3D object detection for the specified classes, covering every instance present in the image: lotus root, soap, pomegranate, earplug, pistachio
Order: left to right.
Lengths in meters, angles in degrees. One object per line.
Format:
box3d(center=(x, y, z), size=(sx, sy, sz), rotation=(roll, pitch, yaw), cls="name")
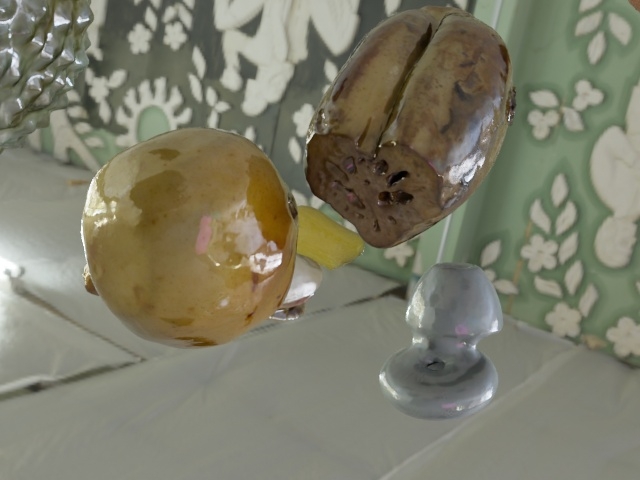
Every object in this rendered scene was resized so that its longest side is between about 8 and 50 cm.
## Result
box3d(center=(-0.123, -0.002, 0.785), size=(0.233, 0.233, 0.233), rotation=(11, -167, -3), cls="pomegranate")
box3d(center=(-0.101, 0.056, 1.162), size=(0.215, 0.144, 0.144), rotation=(12, -168, -27), cls="pistachio")
box3d(center=(0.000, 0.000, 1.377), size=(0.168, 0.089, 0.033), rotation=(32, 178, 26), cls="soap")
box3d(center=(0.102, -0.136, 0.801), size=(0.193, 0.193, 0.291), rotation=(15, -133, 14), cls="lotus root")
box3d(center=(0.229, 0.187, 1.466), size=(0.214, 0.326, 0.175), rotation=(5, 145, 24), cls="earplug")

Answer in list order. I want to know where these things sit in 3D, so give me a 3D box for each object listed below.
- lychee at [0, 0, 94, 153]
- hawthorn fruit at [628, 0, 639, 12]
box3d(center=(-0.279, -0.181, 0.521), size=(0.255, 0.274, 0.255), rotation=(-20, 166, -5), cls="lychee")
box3d(center=(0.501, -0.378, 1.100), size=(0.199, 0.200, 0.251), rotation=(12, 174, -2), cls="hawthorn fruit")
